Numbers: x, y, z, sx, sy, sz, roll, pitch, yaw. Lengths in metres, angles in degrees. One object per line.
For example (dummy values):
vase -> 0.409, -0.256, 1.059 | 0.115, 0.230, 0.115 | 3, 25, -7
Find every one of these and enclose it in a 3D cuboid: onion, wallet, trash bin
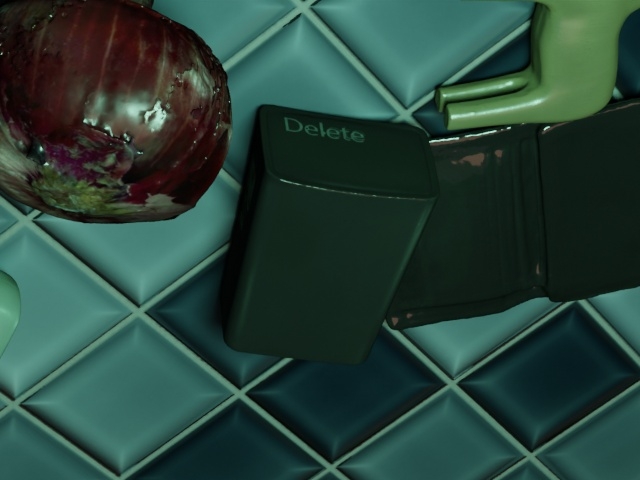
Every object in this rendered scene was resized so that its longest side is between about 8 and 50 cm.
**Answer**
onion -> -0.183, -0.124, 1.603 | 0.252, 0.219, 0.252 | 19, 155, 9
wallet -> 0.209, -0.023, 1.899 | 0.323, 0.041, 0.247 | -10, 131, -1
trash bin -> 0.000, 0.000, 1.808 | 0.165, 0.115, 0.225 | 7, 130, -13

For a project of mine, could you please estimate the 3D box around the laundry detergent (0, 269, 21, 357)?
laundry detergent -> -0.440, 0.070, 1.744 | 0.280, 0.105, 0.215 | 23, 119, -29

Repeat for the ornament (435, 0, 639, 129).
ornament -> 0.236, -0.212, 1.741 | 0.245, 0.061, 0.230 | -6, 128, -10
